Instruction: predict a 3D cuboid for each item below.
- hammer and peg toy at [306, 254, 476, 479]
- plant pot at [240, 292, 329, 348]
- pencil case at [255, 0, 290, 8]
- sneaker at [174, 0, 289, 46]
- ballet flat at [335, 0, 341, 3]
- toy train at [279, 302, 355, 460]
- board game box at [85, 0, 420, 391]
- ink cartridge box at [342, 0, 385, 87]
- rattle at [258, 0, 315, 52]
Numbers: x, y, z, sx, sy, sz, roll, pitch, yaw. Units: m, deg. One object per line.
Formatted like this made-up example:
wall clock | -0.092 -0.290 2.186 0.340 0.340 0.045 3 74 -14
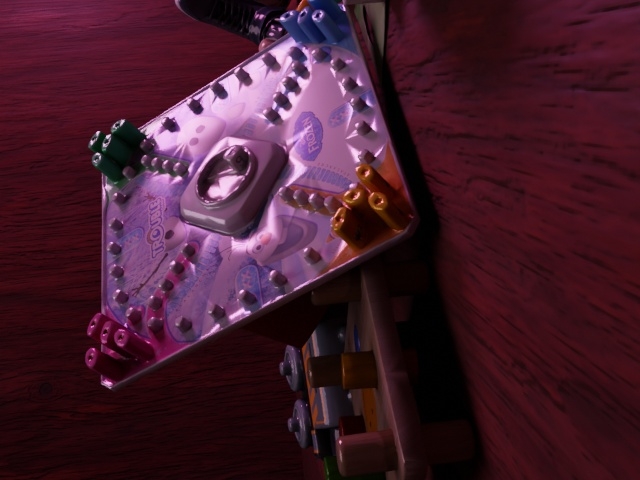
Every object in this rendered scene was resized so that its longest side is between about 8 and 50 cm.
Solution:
hammer and peg toy | 0.056 0.194 0.930 0.361 0.127 0.266 92 170 -54
plant pot | -0.084 -0.054 1.143 0.236 0.267 0.267 -47 44 19
pencil case | -0.119 -0.544 1.642 0.410 0.183 0.160 -171 83 -86
sneaker | -0.137 -0.402 1.533 0.163 0.226 0.086 44 117 45
ballet flat | -0.005 -0.380 1.192 0.247 0.083 0.087 -103 -5 -60
toy train | 0.019 0.180 1.287 0.190 0.142 0.334 136 128 -70
board game box | -0.110 -0.074 0.965 0.050 0.390 0.390 44 -156 -44
ink cartridge box | 0.037 -0.316 0.967 0.235 0.056 0.171 94 168 -47
rattle | -0.024 -0.349 1.452 0.199 0.130 0.143 -29 -52 -68
